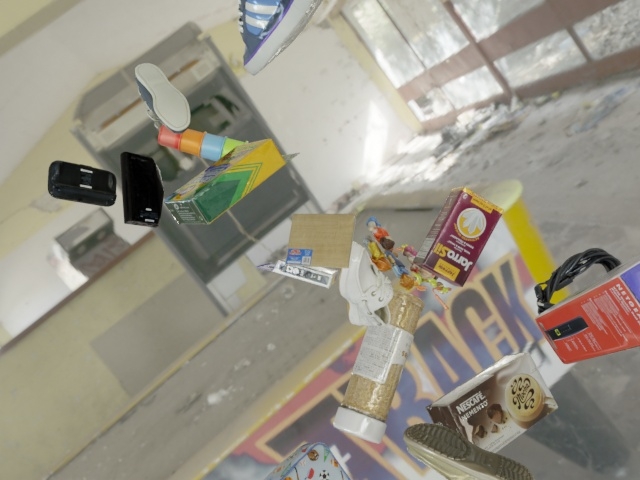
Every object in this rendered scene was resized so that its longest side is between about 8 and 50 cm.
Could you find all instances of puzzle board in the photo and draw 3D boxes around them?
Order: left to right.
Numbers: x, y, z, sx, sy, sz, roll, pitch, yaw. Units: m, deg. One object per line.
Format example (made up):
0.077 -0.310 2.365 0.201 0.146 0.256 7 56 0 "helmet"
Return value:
0.000 0.000 1.144 0.128 0.097 0.011 1 -14 30 "puzzle board"

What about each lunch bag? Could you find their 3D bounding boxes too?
-0.049 0.782 1.967 0.303 0.243 0.115 -35 4 -35 "lunch bag"

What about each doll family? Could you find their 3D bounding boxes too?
0.205 0.062 1.823 0.118 0.263 0.163 -49 29 12 "doll family"

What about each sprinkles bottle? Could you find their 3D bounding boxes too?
0.143 0.296 1.563 0.121 0.121 0.356 -17 50 67 "sprinkles bottle"

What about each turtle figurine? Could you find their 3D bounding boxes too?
0.369 0.095 2.095 0.217 0.269 0.087 -33 -30 -20 "turtle figurine"

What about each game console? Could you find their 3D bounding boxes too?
-0.596 -0.160 1.841 0.043 0.213 0.361 -18 -17 36 "game console"

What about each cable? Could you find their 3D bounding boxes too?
0.486 0.088 1.239 0.184 0.047 0.151 -34 19 38 "cable"

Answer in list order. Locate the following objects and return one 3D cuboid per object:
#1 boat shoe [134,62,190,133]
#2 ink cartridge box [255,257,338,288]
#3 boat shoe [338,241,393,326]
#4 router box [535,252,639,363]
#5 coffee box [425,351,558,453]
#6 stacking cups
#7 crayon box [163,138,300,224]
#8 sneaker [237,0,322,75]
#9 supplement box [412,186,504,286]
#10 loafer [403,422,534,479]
-0.427 -0.369 1.749 0.095 0.254 0.079 -28 -25 -29 "boat shoe"
-0.060 0.079 1.799 0.206 0.208 0.045 -10 -65 -85 "ink cartridge box"
0.101 0.093 1.303 0.277 0.096 0.098 70 -143 -58 "boat shoe"
0.474 0.030 0.834 0.335 0.082 0.301 -29 -14 -6 "router box"
0.447 0.436 1.699 0.297 0.168 0.119 -24 -6 -25 "coffee box"
-0.317 -0.267 1.916 0.096 0.316 0.096 -168 90 -88 "stacking cups"
-0.234 -0.167 1.706 0.323 0.083 0.203 -41 22 -26 "crayon box"
-0.123 -0.483 1.206 0.130 0.236 0.322 -52 9 -36 "sneaker"
0.293 -0.008 1.387 0.188 0.104 0.081 -61 7 -3 "supplement box"
0.285 0.457 1.301 0.102 0.268 0.092 -25 -49 -57 "loafer"
